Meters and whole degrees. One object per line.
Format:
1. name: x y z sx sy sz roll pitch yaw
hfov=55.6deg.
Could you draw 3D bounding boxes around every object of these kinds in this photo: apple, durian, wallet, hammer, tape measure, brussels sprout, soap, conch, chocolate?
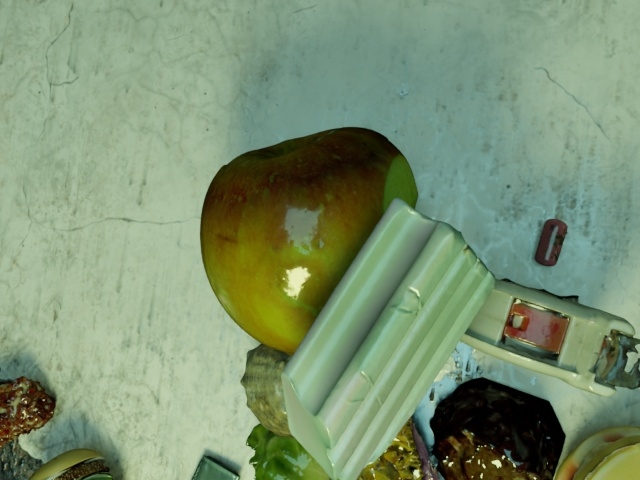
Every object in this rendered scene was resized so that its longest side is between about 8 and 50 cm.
1. apple: 0.000 0.000 0.997 0.384 0.374 0.374 -24 81 -32
2. durian: 0.124 0.452 1.008 0.191 0.112 0.341 -20 102 1
3. wallet: -0.207 0.477 1.134 0.088 0.026 0.129 22 92 14
4. hammer: 0.400 0.004 1.051 0.043 0.043 0.083 17 88 10
5. tape measure: 0.332 0.131 0.944 0.265 0.258 0.130 19 93 10
6. brussels sprout: -0.042 0.392 1.081 0.181 0.100 0.139 19 75 15
7. soap: 0.081 0.142 0.813 0.115 0.208 0.347 31 87 38
8. conch: -0.011 0.262 1.036 0.291 0.210 0.159 28 118 48
9. chocolate: 0.285 0.350 0.984 0.224 0.177 0.206 19 90 12

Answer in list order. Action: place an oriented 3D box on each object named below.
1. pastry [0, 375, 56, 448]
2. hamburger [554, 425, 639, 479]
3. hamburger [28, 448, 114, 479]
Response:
1. pastry: -0.622 0.340 1.181 0.208 0.097 0.115 -21 73 9
2. hamburger: 0.511 0.442 0.933 0.261 0.186 0.303 -41 76 2
3. hamburger: -0.459 0.462 1.114 0.175 0.175 0.137 -40 69 5
